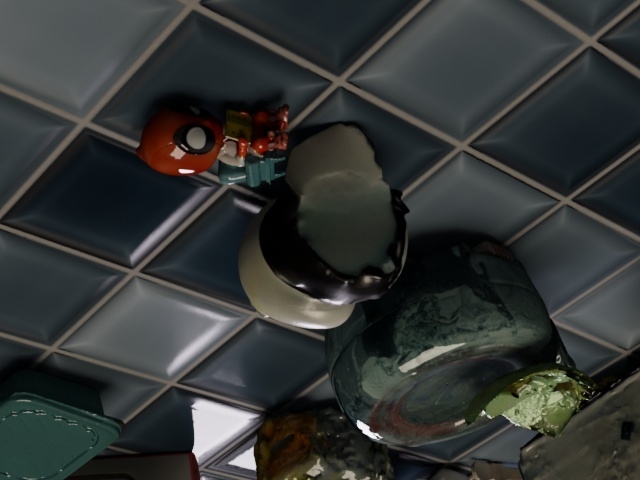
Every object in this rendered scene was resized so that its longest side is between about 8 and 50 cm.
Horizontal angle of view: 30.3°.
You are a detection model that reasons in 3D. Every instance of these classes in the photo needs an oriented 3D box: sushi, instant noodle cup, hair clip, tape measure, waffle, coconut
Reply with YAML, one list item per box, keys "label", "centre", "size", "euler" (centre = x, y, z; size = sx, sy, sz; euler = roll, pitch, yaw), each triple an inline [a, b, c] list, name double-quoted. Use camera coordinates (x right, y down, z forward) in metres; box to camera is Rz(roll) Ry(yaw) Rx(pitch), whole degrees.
- label: "sushi"
  centre: [0.014, 0.328, 1.585]
  size: [0.184, 0.139, 0.274]
  euler: [-13, 142, 3]
- label: "instant noodle cup"
  centre: [-0.343, 0.220, 1.411]
  size: [0.157, 0.070, 0.179]
  euler: [26, 130, -37]
- label: "hair clip"
  centre: [0.323, 0.355, 1.787]
  size: [0.226, 0.034, 0.072]
  euler: [0, 145, -17]
- label: "tape measure"
  centre: [0.137, 0.123, 1.344]
  size: [0.256, 0.147, 0.275]
  euler: [-30, 144, 13]
- label: "waffle"
  centre: [0.383, 0.208, 1.626]
  size: [0.085, 0.016, 0.078]
  euler: [-24, 145, 18]
- label: "coconut"
  centre: [0.229, 0.167, 1.272]
  size: [0.133, 0.055, 0.158]
  euler: [-36, 144, 20]

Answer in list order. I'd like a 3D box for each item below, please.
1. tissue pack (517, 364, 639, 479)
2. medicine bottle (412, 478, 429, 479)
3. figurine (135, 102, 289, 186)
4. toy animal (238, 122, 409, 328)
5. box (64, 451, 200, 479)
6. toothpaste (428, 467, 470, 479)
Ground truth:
- label: "tissue pack"
  centre: [0.503, 0.368, 1.655]
  size: [0.264, 0.253, 0.416]
  euler: [-38, 136, 20]
- label: "medicine bottle"
  centre: [0.099, 0.405, 1.715]
  size: [0.086, 0.086, 0.183]
  euler: [12, 153, -28]
- label: "figurine"
  centre: [-0.099, -0.089, 1.078]
  size: [0.140, 0.068, 0.075]
  euler: [1, 145, -5]
- label: "toy animal"
  centre: [0.000, 0.000, 1.160]
  size: [0.138, 0.166, 0.179]
  euler: [21, 147, -16]
- label: "box"
  centre: [-0.308, 0.489, 1.571]
  size: [0.314, 0.300, 0.312]
  euler: [-1, 139, -12]
- label: "toothpaste"
  centre: [0.163, 0.465, 1.868]
  size: [0.125, 0.080, 0.371]
  euler: [6, 146, -7]
